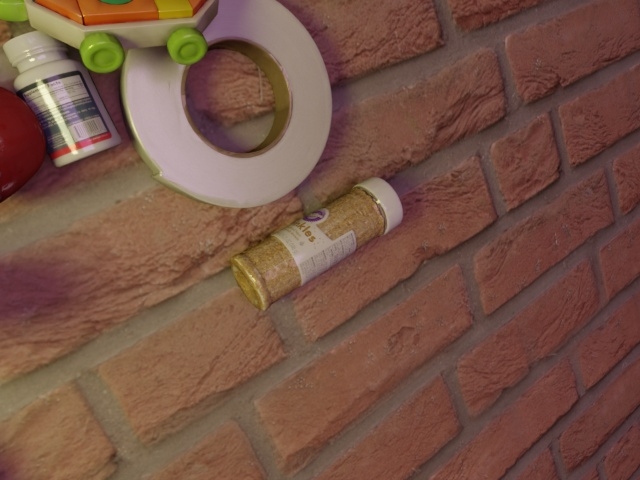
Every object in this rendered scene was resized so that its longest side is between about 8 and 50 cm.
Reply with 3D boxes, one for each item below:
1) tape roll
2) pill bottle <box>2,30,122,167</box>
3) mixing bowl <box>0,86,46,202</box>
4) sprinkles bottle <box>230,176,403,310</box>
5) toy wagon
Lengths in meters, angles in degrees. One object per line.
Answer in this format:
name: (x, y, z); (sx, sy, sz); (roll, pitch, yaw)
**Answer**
tape roll: (-0.159, -0.252, 0.884); (0.391, 0.072, 0.393); (-4, 97, -30)
pill bottle: (-0.390, -0.212, 0.735); (0.107, 0.108, 0.180); (-28, 108, -24)
mixing bowl: (-0.457, -0.146, 0.683); (0.098, 0.181, 0.182); (-37, 113, -42)
sprinkles bottle: (0.000, 0.000, 0.972); (0.355, 0.121, 0.121); (-31, 110, -23)
toy wagon: (-0.327, -0.361, 0.698); (0.344, 0.068, 0.267); (-17, 68, -27)
